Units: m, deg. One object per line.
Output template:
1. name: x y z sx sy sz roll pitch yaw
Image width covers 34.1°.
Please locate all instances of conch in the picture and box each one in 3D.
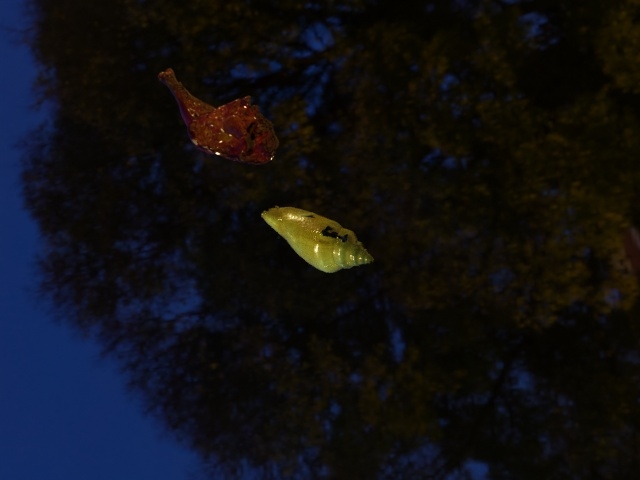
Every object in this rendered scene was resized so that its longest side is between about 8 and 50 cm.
1. conch: 0.002 -0.002 1.709 0.095 0.201 0.079 -10 -49 -47

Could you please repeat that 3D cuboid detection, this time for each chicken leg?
1. chicken leg: -0.141 -0.163 1.407 0.053 0.205 0.093 -25 -48 -64
